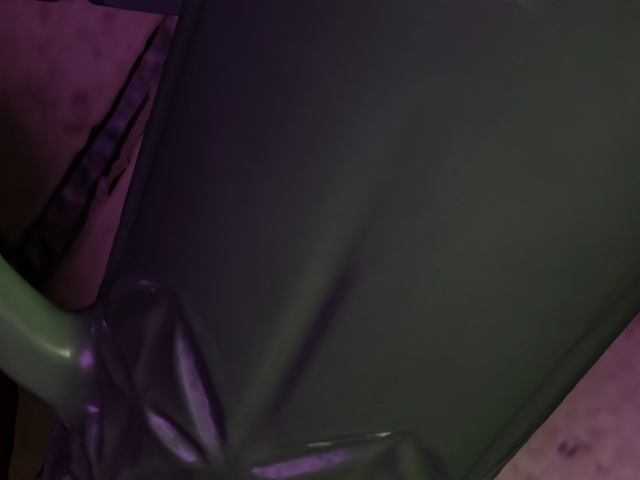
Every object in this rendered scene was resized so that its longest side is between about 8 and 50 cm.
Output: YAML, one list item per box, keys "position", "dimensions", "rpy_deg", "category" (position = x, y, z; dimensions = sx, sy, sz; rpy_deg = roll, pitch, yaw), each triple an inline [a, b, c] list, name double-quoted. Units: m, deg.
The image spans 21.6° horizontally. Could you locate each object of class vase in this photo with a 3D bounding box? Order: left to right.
- position: [0.000, 0.000, 0.442]
  dimensions: [0.251, 0.156, 0.301]
  rpy_deg: [15, 124, -20]
  category: "vase"

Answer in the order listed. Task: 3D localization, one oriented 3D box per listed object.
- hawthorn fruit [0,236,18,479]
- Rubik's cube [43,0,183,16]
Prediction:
- position: [-0.232, 0.037, 0.498]
  dimensions: [0.275, 0.300, 0.275]
  rpy_deg: [-1, 86, 11]
  category: "hawthorn fruit"
- position: [-0.149, -0.161, 0.481]
  dimensions: [0.228, 0.228, 0.233]
  rpy_deg: [-25, 47, -6]
  category: "Rubik's cube"
